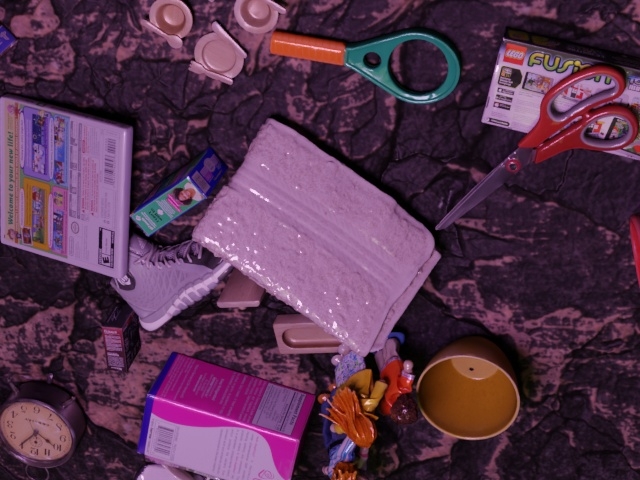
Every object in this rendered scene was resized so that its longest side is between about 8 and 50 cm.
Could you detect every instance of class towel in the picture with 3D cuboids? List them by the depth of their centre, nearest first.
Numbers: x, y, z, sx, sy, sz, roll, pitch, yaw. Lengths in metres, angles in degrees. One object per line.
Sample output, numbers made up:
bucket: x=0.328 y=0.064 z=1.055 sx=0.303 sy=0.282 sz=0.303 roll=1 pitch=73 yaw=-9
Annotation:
towel: x=0.000 y=0.000 z=1.681 sx=0.282 sy=0.049 sz=0.187 roll=35 pitch=80 yaw=-8

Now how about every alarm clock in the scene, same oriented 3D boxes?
alarm clock: x=-0.419 y=0.288 z=2.017 sx=0.129 sy=0.064 sz=0.192 roll=15 pitch=121 yaw=5

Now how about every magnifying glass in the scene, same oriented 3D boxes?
magnifying glass: x=0.054 y=-0.219 z=1.615 sx=0.231 sy=0.026 sz=0.092 roll=10 pitch=123 yaw=7

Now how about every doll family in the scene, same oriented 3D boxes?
doll family: x=0.038 y=0.247 z=1.787 sx=0.118 sy=0.163 sz=0.263 roll=8 pitch=131 yaw=-18

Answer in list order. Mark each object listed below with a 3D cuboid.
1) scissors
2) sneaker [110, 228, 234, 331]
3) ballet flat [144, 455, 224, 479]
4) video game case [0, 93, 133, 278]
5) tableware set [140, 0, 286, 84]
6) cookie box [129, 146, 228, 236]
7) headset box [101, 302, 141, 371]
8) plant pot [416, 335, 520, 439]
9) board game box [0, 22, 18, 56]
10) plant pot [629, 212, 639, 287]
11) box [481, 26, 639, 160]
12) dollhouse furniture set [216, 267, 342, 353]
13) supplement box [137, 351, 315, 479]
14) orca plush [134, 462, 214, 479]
scissors: x=0.236 y=-0.109 z=1.593 sx=0.297 sy=0.021 sz=0.109 roll=-25 pitch=114 yaw=28
sneaker: x=-0.202 y=0.022 z=1.790 sx=0.132 sy=0.086 sz=0.228 roll=45 pitch=122 yaw=-11
ballet flat: x=-0.154 y=0.330 z=1.962 sx=0.221 sy=0.077 sz=0.079 roll=18 pitch=109 yaw=8
video game case: x=-0.335 y=-0.071 z=1.767 sx=0.193 sy=0.023 sz=0.212 roll=16 pitch=117 yaw=20
tableware set: x=-0.130 y=-0.275 z=1.629 sx=0.141 sy=0.020 sz=0.169 roll=35 pitch=122 yaw=-8
cookie box: x=-0.181 y=-0.062 z=1.728 sx=0.107 sy=0.092 sz=0.040 roll=-32 pitch=105 yaw=28
headset box: x=-0.278 y=0.132 z=1.887 sx=0.032 sy=0.062 sz=0.083 roll=4 pitch=122 yaw=11
plant pot: x=0.199 y=0.180 z=1.772 sx=0.134 sy=0.095 sz=0.134 roll=7 pitch=122 yaw=11
board game box: x=-0.553 y=-0.263 z=1.620 sx=0.141 sy=0.232 sz=0.291 roll=-35 pitch=106 yaw=30
plant pot: x=0.503 y=0.078 z=1.553 sx=0.243 sy=0.275 sz=0.275 roll=-12 pitch=117 yaw=10
box: x=0.302 y=-0.169 z=1.571 sx=0.207 sy=0.036 sz=0.114 roll=15 pitch=123 yaw=6
dollhouse furniture set: x=-0.036 y=0.108 z=1.773 sx=0.144 sy=0.123 sz=0.151 roll=-3 pitch=120 yaw=16
supplement box: x=-0.130 y=0.258 z=1.896 sx=0.220 sy=0.114 sz=0.111 roll=18 pitch=122 yaw=5
orca plush: x=-0.162 y=0.427 z=2.043 sx=0.287 sy=0.102 sz=0.151 roll=23 pitch=79 yaw=-12
